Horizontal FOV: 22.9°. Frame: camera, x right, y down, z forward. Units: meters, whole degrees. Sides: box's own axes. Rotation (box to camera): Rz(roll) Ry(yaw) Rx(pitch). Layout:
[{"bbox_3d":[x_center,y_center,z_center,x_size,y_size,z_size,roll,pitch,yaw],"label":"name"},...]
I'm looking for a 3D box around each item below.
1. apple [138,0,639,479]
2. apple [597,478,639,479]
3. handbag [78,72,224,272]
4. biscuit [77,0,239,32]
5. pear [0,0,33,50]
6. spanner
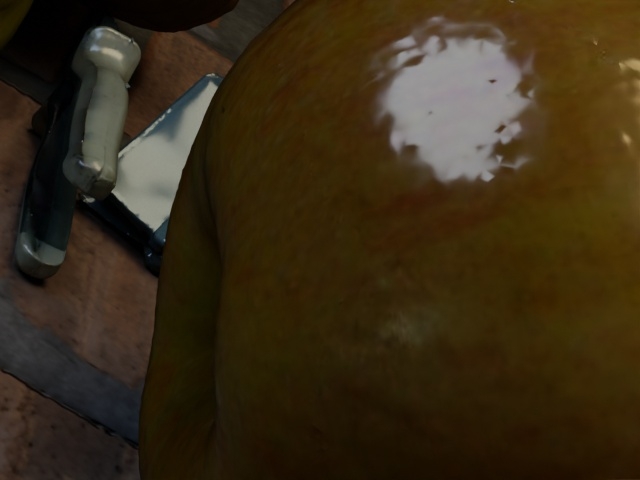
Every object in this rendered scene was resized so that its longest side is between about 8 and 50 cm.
[{"bbox_3d":[0.084,0.055,0.709,0.333,0.400,0.400,-12,44,-23],"label":"apple"},{"bbox_3d":[0.110,0.248,0.362,0.391,0.391,0.346,43,2,17],"label":"apple"},{"bbox_3d":[-0.036,0.001,1.043,0.221,0.057,0.144,40,47,6],"label":"handbag"},{"bbox_3d":[-0.206,-0.248,1.177,0.325,0.107,0.326,28,0,0],"label":"biscuit"},{"bbox_3d":[-0.260,-0.192,0.956,0.200,0.200,0.200,31,21,-14],"label":"pear"},{"bbox_3d":[-0.155,-0.087,1.027,0.040,0.096,0.325,30,22,-19],"label":"spanner"}]
